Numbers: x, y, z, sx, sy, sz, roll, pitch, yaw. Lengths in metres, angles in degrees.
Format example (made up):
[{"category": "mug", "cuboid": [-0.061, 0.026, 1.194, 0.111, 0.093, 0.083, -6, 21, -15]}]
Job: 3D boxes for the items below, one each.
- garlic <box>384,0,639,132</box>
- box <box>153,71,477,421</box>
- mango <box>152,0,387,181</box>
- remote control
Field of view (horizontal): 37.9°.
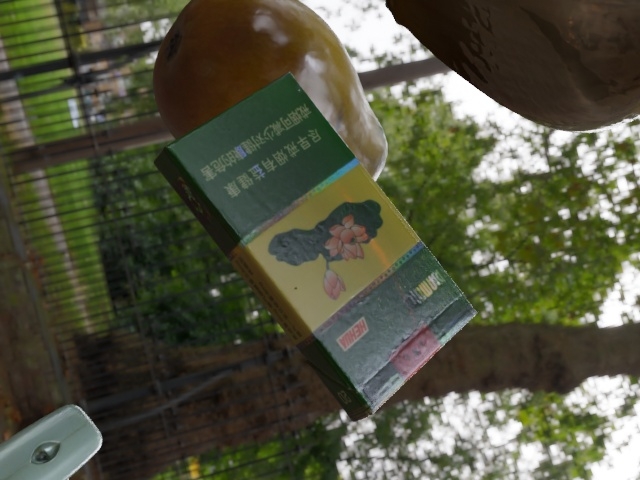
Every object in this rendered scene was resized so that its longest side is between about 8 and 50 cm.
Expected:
[{"category": "garlic", "cuboid": [0.165, -0.173, 0.739, 0.318, 0.112, 0.143, 26, -28, 41]}, {"category": "box", "cuboid": [0.000, 0.000, 0.684, 0.235, 0.132, 0.034, 51, -34, 0]}, {"category": "mango", "cuboid": [-0.047, -0.140, 1.010, 0.317, 0.211, 0.172, 43, 36, -47]}, {"category": "remote control", "cuboid": [-0.294, 0.234, 0.725, 0.056, 0.296, 0.140, 52, 26, 4]}]
